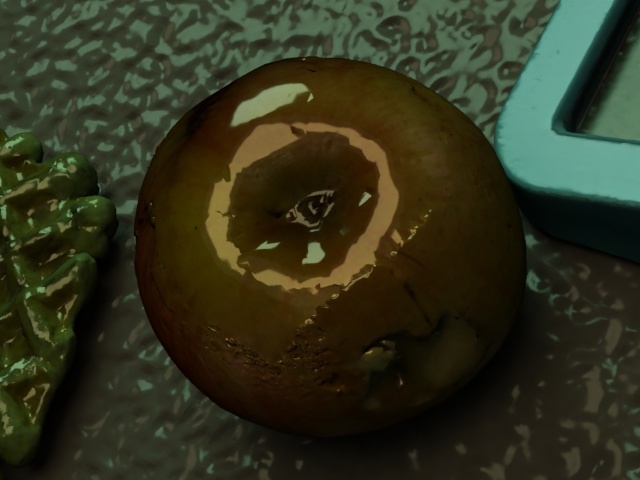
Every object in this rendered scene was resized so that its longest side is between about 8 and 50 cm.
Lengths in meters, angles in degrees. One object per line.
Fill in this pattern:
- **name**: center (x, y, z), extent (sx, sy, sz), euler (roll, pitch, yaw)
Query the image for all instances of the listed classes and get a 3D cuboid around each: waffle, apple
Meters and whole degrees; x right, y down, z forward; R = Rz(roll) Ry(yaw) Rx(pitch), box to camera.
- **waffle**: center (-0.173, 0.031, 0.769), extent (0.169, 0.036, 0.183), euler (6, 64, 28)
- **apple**: center (0.000, 0.000, 0.655), extent (0.146, 0.146, 0.146), euler (-11, 58, 18)

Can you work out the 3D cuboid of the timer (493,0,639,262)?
- **timer**: center (0.200, -0.090, 0.647), extent (0.250, 0.091, 0.232), euler (16, 70, 34)
